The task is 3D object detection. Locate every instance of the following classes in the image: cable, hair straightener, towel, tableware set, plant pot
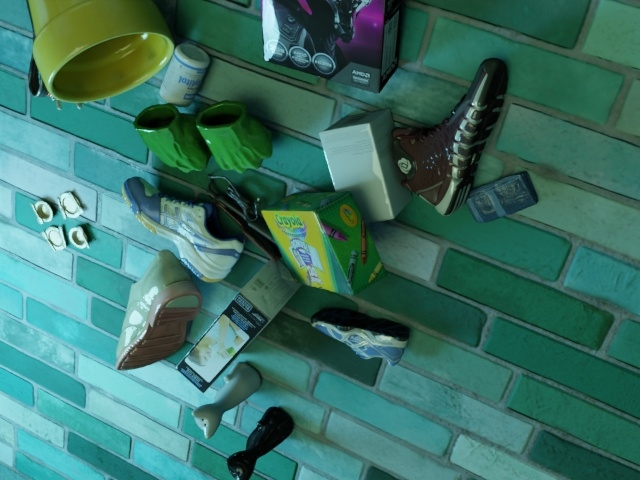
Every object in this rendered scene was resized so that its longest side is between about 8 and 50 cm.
[{"bbox_3d":[-0.575,-0.417,1.640,0.139,0.072,0.287,-5,99,33],"label":"cable"},{"bbox_3d":[-0.147,-0.065,1.595,0.230,0.047,0.089,45,125,6],"label":"hair straightener"},{"bbox_3d":[0.317,-0.074,1.358,0.119,0.029,0.067,-22,103,33],"label":"towel"},{"bbox_3d":[-0.621,-0.041,1.852,0.168,0.020,0.141,-7,110,29],"label":"tableware set"},{"bbox_3d":[-0.437,-0.424,1.452,0.254,0.254,0.239,-31,83,34],"label":"plant pot"}]

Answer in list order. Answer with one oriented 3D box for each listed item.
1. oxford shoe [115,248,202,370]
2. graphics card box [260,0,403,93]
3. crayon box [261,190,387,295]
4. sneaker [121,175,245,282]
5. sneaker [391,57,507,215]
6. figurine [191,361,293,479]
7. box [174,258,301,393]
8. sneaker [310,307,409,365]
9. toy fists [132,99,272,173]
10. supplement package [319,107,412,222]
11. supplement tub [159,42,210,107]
[{"bbox_3d":[-0.389,0.172,1.798,0.397,0.140,0.147,-49,56,39],"label":"oxford shoe"},{"bbox_3d":[0.017,-0.433,1.232,0.232,0.094,0.371,20,141,16],"label":"graphics card box"},{"bbox_3d":[0.000,0.000,1.435,0.165,0.081,0.278,65,160,-12],"label":"crayon box"},{"bbox_3d":[-0.285,-0.051,1.644,0.296,0.112,0.131,42,107,1],"label":"sneaker"},{"bbox_3d":[0.201,-0.193,1.319,0.162,0.106,0.281,29,117,25],"label":"sneaker"},{"bbox_3d":[-0.183,0.412,1.735,0.092,0.209,0.215,-30,98,34],"label":"figurine"},{"bbox_3d":[-0.175,0.181,1.648,0.087,0.169,0.290,42,123,0],"label":"box"},{"bbox_3d":[0.074,0.198,1.581,0.211,0.080,0.081,16,116,21],"label":"sneaker"},{"bbox_3d":[-0.223,-0.200,1.511,0.279,0.096,0.142,2,144,25],"label":"toy fists"},{"bbox_3d":[0.085,-0.133,1.401,0.105,0.105,0.179,-7,110,29],"label":"supplement package"},{"bbox_3d":[-0.265,-0.322,1.507,0.071,0.071,0.107,36,125,7],"label":"supplement tub"}]
